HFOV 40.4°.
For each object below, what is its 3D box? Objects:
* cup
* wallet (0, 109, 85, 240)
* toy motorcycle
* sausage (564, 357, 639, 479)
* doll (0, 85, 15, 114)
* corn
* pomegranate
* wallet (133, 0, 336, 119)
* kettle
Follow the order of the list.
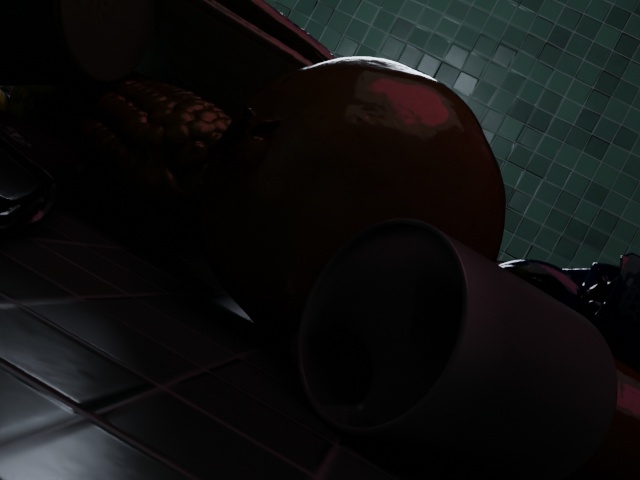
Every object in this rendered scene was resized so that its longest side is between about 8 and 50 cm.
[{"bbox_3d":[0.057,0.052,0.430,0.133,0.099,0.136,26,3,-38],"label":"cup"},{"bbox_3d":[-0.217,-0.063,0.466,0.172,0.045,0.318,26,3,-12],"label":"wallet"},{"bbox_3d":[0.167,0.061,0.716,0.331,0.125,0.196,21,-25,27],"label":"toy motorcycle"},{"bbox_3d":[0.184,0.121,0.579,0.238,0.098,0.098,30,1,13],"label":"sausage"},{"bbox_3d":[-0.343,-0.171,1.089,0.103,0.145,0.316,61,3,-8],"label":"doll"},{"bbox_3d":[-0.171,-0.082,0.721,0.120,0.120,0.363,27,-2,-41],"label":"corn"},{"bbox_3d":[0.017,-0.022,0.536,0.191,0.191,0.191,28,1,-1],"label":"pomegranate"},{"bbox_3d":[-0.096,-0.111,0.805,0.223,0.077,0.309,39,-29,9],"label":"wallet"},{"bbox_3d":[-0.266,-0.199,0.649,0.243,0.160,0.210,10,-14,23],"label":"kettle"}]
